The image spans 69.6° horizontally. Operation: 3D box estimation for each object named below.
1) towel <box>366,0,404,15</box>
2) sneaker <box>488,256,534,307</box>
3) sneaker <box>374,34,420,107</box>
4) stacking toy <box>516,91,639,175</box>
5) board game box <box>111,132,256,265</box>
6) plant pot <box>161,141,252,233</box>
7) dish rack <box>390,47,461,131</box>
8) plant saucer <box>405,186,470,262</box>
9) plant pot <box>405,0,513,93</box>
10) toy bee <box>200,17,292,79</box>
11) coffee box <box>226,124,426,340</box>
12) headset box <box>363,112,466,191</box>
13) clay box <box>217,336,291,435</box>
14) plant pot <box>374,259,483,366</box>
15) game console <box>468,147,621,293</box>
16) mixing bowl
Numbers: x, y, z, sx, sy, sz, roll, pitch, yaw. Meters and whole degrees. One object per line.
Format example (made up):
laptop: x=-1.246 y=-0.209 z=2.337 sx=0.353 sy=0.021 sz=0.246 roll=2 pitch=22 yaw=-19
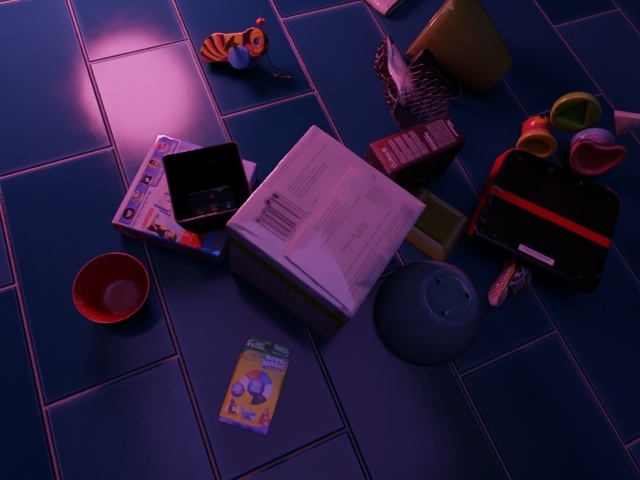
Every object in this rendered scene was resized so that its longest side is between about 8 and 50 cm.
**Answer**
towel: x=0.257 y=-0.976 z=1.744 sx=0.187 sy=0.049 sz=0.282 roll=40 pitch=70 yaw=11
sneaker: x=0.560 y=0.113 z=1.328 sx=0.083 sy=0.084 sz=0.215 roll=39 pitch=68 yaw=4
sneaker: x=0.259 y=-0.570 z=1.564 sx=0.108 sy=0.100 sz=0.271 roll=-9 pitch=76 yaw=-20
stacking toy: x=0.812 y=-0.359 z=1.447 sx=0.309 sy=0.279 sz=0.130 roll=18 pitch=57 yaw=2
board game box: x=-0.372 y=-0.120 z=1.310 sx=0.302 sy=0.086 sz=0.308 roll=18 pitch=68 yaw=0
plant pot: x=-0.281 y=-0.114 z=1.181 sx=0.188 sy=0.167 sz=0.187 roll=-14 pitch=70 yaw=-13
dish rack: x=0.334 y=-0.445 z=1.478 sx=0.208 sy=0.074 sz=0.271 roll=34 pitch=68 yaw=-27
plant saucer: x=0.340 y=-0.056 z=1.388 sx=0.188 sy=0.045 sz=0.188 roll=36 pitch=69 yaw=8
plant pot: x=0.486 y=-0.641 z=1.542 sx=0.293 sy=0.275 sz=0.274 roll=38 pitch=68 yaw=-8
toy bee: x=-0.232 y=-0.636 z=1.491 sx=0.298 sy=0.162 sz=0.195 roll=5 pitch=23 yaw=-13
coffee box: x=0.000 y=0.000 z=1.171 sx=0.338 sy=0.334 sz=0.337 roll=36 pitch=68 yaw=6
headset box: x=0.244 y=-0.223 z=1.350 sx=0.293 sy=0.218 sz=0.110 roll=-24 pitch=73 yaw=-16
clay box: x=-0.160 y=0.360 z=1.161 sx=0.127 sy=0.053 sz=0.222 roll=17 pitch=68 yaw=0
plant pot: x=0.306 y=0.172 z=1.213 sx=0.290 sy=0.195 sz=0.290 roll=2 pitch=69 yaw=-6
game console: x=0.659 y=-0.069 z=1.345 sx=0.387 sy=0.060 sz=0.342 roll=26 pitch=73 yaw=5
mixing bowl: x=-0.524 y=0.133 z=1.185 sx=0.181 sy=0.098 sz=0.181 roll=3 pitch=68 yaw=-6
